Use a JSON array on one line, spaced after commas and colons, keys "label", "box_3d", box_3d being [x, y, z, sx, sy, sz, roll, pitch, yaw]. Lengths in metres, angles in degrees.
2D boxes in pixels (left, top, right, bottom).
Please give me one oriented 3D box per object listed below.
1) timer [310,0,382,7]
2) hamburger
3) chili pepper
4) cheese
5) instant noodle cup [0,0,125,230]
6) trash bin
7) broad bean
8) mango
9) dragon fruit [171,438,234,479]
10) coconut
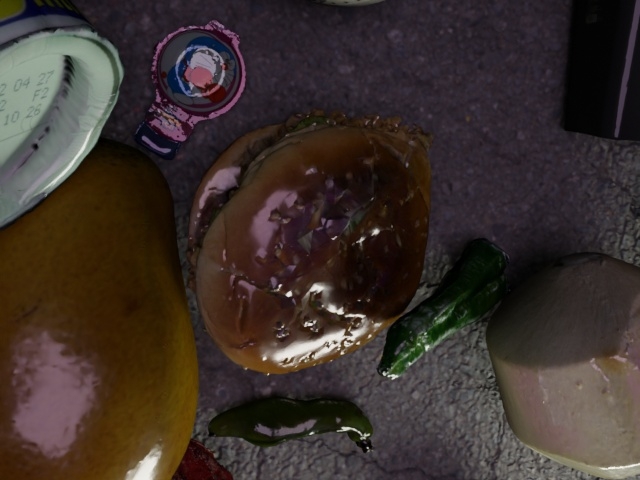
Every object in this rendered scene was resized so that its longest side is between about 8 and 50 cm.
[{"label": "timer", "box_3d": [0.029, -0.329, 0.600, 0.234, 0.240, 0.233, 4, 102, 19]}, {"label": "hamburger", "box_3d": [0.000, 0.000, 0.656, 0.286, 0.146, 0.243, -50, 125, -10]}, {"label": "chili pepper", "box_3d": [0.123, 0.079, 0.684, 0.227, 0.059, 0.088, -33, 122, -44]}, {"label": "cheese", "box_3d": [-0.131, -0.150, 0.662, 0.095, 0.038, 0.145, 31, 94, -15]}, {"label": "instant noodle cup", "box_3d": [-0.316, -0.160, 0.455, 0.312, 0.284, 0.284, 41, 92, 4]}, {"label": "trash bin", "box_3d": [0.360, -0.222, 0.708, 0.165, 0.115, 0.225, 1, 105, -12]}, {"label": "broad bean", "box_3d": [-0.025, 0.205, 0.754, 0.196, 0.046, 0.061, 11, 97, -14]}, {"label": "mango", "box_3d": [-0.239, 0.091, 0.606, 0.264, 0.221, 0.377, 8, 90, -8]}, {"label": "dragon fruit", "box_3d": [-0.147, 0.287, 0.736, 0.106, 0.083, 0.162, -35, 80, 40]}, {"label": "coconut", "box_3d": [0.292, 0.121, 0.710, 0.241, 0.241, 0.241, -2, 102, -10]}]
